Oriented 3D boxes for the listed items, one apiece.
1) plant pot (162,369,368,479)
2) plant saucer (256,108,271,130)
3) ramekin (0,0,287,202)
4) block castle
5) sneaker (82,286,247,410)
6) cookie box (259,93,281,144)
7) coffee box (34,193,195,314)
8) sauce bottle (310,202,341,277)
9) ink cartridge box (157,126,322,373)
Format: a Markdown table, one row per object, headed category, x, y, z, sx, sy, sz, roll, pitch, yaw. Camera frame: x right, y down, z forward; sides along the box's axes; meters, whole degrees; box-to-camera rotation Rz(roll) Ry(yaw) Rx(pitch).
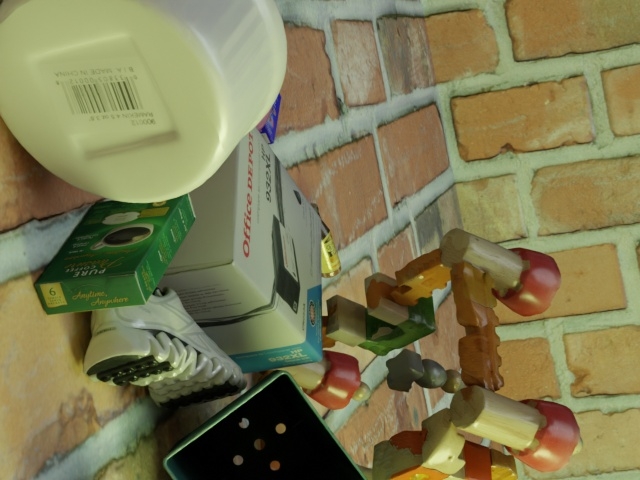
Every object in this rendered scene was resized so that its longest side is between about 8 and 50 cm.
| category | x | y | z | sx | sy | sz | roll | pitch | yaw |
| --- | --- | --- | --- | --- | --- | --- | --- | --- | --- |
| plant pot | -0.067 | 0.250 | 1.497 | 0.166 | 0.165 | 0.234 | 54 | -5 | -3 |
| plant saucer | -0.153 | -0.299 | 1.724 | 0.332 | 0.084 | 0.332 | -10 | 90 | -74 |
| ramekin | -0.182 | -0.169 | 1.246 | 0.135 | 0.277 | 0.277 | -66 | 144 | -50 |
| block castle | 0.121 | 0.210 | 1.699 | 0.212 | 0.453 | 0.303 | 24 | 50 | -35 |
| sneaker | -0.165 | 0.113 | 1.443 | 0.292 | 0.110 | 0.118 | 45 | 30 | -64 |
| cookie box | -0.095 | -0.208 | 1.938 | 0.107 | 0.040 | 0.092 | -82 | 156 | -43 |
| coffee box | -0.206 | 0.010 | 1.335 | 0.184 | 0.113 | 0.040 | -71 | 150 | -60 |
| sauce bottle | 0.000 | 0.000 | 2.141 | 0.042 | 0.042 | 0.128 | -74 | 150 | -55 |
| ink cartridge box | -0.104 | 0.005 | 1.640 | 0.307 | 0.129 | 0.223 | 54 | 32 | -57 |
